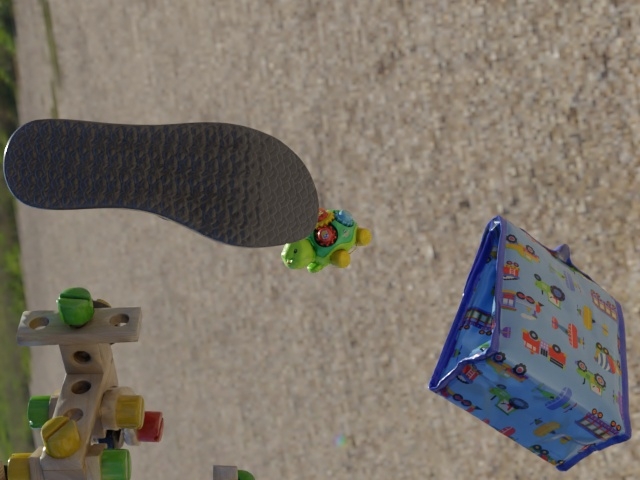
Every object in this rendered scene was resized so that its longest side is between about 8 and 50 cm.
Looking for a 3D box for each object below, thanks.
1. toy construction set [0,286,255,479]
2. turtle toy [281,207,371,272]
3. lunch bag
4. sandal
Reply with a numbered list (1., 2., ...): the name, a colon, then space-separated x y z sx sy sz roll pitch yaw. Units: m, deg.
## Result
1. toy construction set: -0.207 0.188 1.223 0.308 0.257 0.237 15 123 23
2. turtle toy: 0.000 0.000 1.645 0.095 0.130 0.066 4 129 45
3. lunch bag: 0.292 0.109 1.594 0.138 0.221 0.293 -41 21 46
4. sandal: -0.124 -0.054 0.992 0.054 0.254 0.097 -177 97 -79
